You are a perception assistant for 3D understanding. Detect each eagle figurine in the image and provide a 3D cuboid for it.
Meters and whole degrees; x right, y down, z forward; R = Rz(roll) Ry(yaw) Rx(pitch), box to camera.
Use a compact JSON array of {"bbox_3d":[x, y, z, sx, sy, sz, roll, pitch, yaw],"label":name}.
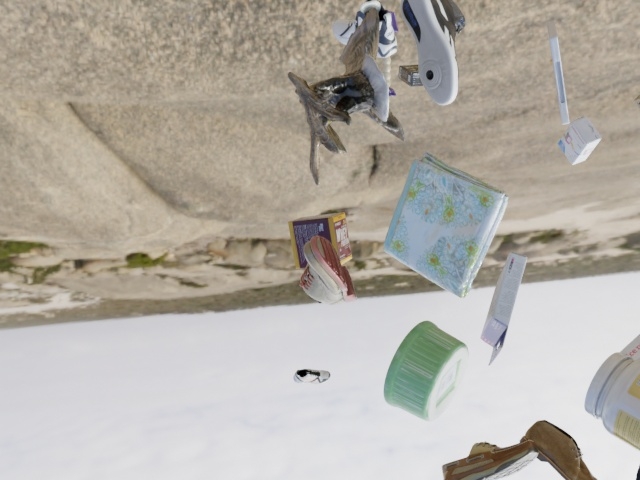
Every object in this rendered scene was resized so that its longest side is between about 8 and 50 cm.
[{"bbox_3d":[0.062,-0.272,0.971,0.298,0.225,0.226,-36,162,-44],"label":"eagle figurine"}]

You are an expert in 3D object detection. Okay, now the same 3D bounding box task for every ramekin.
[{"bbox_3d":[0.348,0.424,1.730,0.148,0.303,0.303,24,-166,34],"label":"ramekin"}]

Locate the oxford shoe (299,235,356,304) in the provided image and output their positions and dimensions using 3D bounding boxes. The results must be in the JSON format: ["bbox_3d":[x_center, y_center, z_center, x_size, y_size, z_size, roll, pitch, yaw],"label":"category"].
[{"bbox_3d":[0.002,0.101,1.423,0.130,0.123,0.348,-19,149,7],"label":"oxford shoe"}]

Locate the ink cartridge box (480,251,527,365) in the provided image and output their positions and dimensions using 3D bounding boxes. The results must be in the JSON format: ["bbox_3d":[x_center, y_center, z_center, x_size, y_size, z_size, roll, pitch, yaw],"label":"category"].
[{"bbox_3d":[0.629,0.249,1.902,0.071,0.330,0.324,19,160,16],"label":"ink cartridge box"}]

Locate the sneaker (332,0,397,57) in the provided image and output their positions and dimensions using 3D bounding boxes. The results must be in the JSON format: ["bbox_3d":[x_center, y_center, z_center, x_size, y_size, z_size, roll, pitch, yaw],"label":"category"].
[{"bbox_3d":[0.122,-0.639,1.561,0.094,0.235,0.153,-32,143,-20],"label":"sneaker"}]

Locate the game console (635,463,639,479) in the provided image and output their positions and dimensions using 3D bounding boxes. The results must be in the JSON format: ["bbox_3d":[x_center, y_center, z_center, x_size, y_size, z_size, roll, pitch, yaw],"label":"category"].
[{"bbox_3d":[0.805,0.704,1.298,0.044,0.361,0.213,-1,-167,-45],"label":"game console"}]

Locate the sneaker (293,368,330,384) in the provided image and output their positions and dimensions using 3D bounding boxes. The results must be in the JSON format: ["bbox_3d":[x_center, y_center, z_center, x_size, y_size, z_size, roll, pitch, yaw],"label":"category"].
[{"bbox_3d":[-0.024,0.393,1.567,0.109,0.040,0.043,-2,140,-8],"label":"sneaker"}]

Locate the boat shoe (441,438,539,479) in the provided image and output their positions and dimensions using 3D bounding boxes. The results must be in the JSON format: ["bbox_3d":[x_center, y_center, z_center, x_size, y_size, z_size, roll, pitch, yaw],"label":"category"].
[{"bbox_3d":[0.514,0.691,1.691,0.324,0.120,0.122,-36,138,19],"label":"boat shoe"}]

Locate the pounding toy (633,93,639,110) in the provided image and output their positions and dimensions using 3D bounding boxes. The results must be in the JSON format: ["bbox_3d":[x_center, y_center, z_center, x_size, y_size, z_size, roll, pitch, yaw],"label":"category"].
[{"bbox_3d":[1.095,-0.390,1.622,0.094,0.206,0.181,-42,-171,-12],"label":"pounding toy"}]

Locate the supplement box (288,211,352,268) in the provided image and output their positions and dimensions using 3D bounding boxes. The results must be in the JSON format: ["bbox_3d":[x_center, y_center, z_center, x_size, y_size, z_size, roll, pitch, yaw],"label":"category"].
[{"bbox_3d":[0.000,0.000,2.124,0.194,0.191,0.129,-6,-171,25],"label":"supplement box"}]

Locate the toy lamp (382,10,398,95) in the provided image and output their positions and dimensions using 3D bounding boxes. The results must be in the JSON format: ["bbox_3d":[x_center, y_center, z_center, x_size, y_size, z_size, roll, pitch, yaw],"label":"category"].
[{"bbox_3d":[0.228,-0.634,1.846,0.080,0.274,0.080,-2,-165,1],"label":"toy lamp"}]

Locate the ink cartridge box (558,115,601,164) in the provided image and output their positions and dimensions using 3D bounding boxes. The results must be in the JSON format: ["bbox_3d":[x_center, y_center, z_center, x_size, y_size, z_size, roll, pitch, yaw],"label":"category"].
[{"bbox_3d":[0.781,-0.301,1.631,0.052,0.088,0.122,-20,157,-7],"label":"ink cartridge box"}]

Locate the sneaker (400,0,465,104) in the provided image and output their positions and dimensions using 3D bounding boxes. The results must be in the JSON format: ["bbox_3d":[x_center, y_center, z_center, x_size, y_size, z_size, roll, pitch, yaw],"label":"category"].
[{"bbox_3d":[0.237,-0.366,1.009,0.121,0.216,0.079,-21,-176,-37],"label":"sneaker"}]

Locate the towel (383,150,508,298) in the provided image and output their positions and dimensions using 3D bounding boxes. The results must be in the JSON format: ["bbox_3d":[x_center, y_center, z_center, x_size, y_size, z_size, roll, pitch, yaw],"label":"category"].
[{"bbox_3d":[0.378,-0.051,1.686,0.090,0.374,0.320,-12,-143,-44],"label":"towel"}]

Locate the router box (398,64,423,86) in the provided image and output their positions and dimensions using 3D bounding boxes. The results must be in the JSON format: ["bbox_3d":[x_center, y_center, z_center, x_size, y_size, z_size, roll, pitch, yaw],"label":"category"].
[{"bbox_3d":[0.276,-0.432,1.406,0.122,0.038,0.092,-6,-151,-10],"label":"router box"}]

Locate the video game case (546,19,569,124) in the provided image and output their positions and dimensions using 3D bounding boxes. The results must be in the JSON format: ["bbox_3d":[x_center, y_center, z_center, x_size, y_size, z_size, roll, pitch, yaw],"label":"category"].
[{"bbox_3d":[0.769,-0.545,1.747,0.025,0.285,0.204,-8,-149,25],"label":"video game case"}]

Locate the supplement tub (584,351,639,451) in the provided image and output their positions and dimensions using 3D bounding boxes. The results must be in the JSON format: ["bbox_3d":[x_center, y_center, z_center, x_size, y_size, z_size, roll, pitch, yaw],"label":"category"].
[{"bbox_3d":[0.925,0.470,1.456,0.241,0.241,0.331,-3,-159,-38],"label":"supplement tub"}]

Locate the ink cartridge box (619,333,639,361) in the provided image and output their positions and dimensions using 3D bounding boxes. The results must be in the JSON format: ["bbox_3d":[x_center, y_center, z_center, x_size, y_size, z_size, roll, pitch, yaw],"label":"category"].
[{"bbox_3d":[1.134,0.459,1.755,0.226,0.306,0.131,-39,134,-6],"label":"ink cartridge box"}]

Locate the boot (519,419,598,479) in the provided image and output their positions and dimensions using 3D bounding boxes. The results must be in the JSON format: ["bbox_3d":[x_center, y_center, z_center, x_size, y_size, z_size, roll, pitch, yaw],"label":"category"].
[{"bbox_3d":[0.783,0.684,1.674,0.305,0.115,0.112,37,-175,26],"label":"boot"}]
